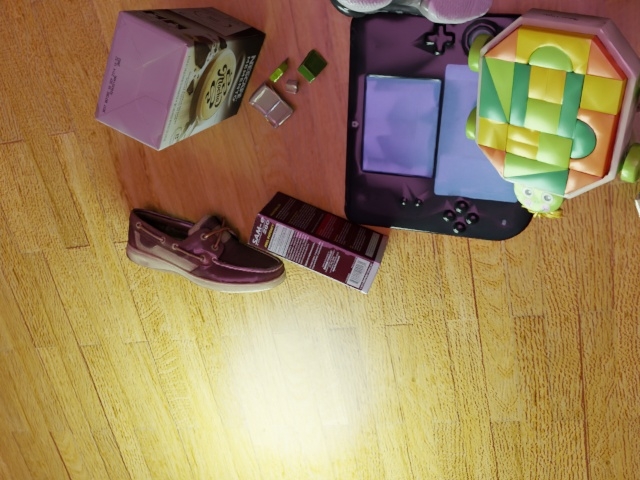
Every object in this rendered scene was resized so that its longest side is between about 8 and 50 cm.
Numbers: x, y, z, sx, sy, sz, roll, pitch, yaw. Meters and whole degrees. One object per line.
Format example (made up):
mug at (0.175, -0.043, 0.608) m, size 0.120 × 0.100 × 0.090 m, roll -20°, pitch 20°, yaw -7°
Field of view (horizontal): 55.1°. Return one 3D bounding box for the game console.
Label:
game console at (0.212, -0.193, 1.067) m, size 0.342 × 0.060 × 0.386 m, roll 6°, pitch 113°, yaw 11°

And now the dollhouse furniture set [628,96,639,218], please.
dollhouse furniture set at (0.622, -0.234, 0.837) m, size 0.362 × 0.256 × 0.394 m, roll -2°, pitch 126°, yaw 50°

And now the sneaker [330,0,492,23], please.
sneaker at (0.124, -0.394, 0.950) m, size 0.269 × 0.153 × 0.101 m, roll -2°, pitch 108°, yaw -20°

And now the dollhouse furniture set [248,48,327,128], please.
dollhouse furniture set at (-0.059, -0.280, 1.114) m, size 0.076 × 0.058 × 0.152 m, roll 42°, pitch 135°, yaw -14°

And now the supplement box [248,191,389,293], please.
supplement box at (0.000, 0.000, 1.160) m, size 0.239 × 0.130 × 0.073 m, roll 23°, pitch 116°, yaw 4°

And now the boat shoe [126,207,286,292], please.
boat shoe at (-0.231, 0.008, 1.228) m, size 0.342 × 0.123 × 0.123 m, roll 15°, pitch 117°, yaw 14°

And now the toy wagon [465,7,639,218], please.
toy wagon at (0.345, -0.162, 0.917) m, size 0.267 × 0.068 × 0.344 m, roll 24°, pitch 138°, yaw 33°

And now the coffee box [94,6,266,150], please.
coffee box at (-0.216, -0.275, 1.000) m, size 0.119 × 0.297 × 0.168 m, roll 27°, pitch 117°, yaw 5°
